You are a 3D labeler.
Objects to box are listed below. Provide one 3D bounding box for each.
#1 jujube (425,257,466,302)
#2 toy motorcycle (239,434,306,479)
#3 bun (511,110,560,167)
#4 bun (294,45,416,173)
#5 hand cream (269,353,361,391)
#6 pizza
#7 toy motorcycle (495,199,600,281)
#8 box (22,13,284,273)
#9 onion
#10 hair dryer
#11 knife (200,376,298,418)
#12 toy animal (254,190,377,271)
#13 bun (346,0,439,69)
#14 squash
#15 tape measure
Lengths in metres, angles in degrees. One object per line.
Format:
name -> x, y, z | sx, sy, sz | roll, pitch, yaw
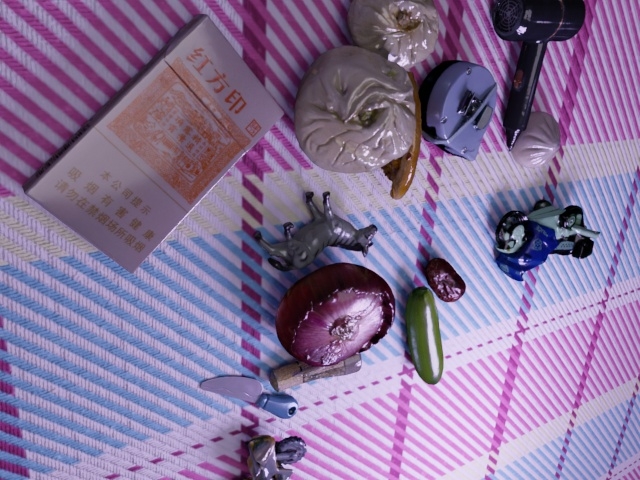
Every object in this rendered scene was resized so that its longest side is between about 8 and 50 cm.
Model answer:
jujube -> 0.296, 0.095, 1.296 | 0.077, 0.077, 0.129 | -47, 122, -9
toy motorcycle -> -0.136, 0.496, 1.165 | 0.129, 0.094, 0.229 | 32, 103, -34
bun -> 0.535, -0.240, 1.308 | 0.138, 0.094, 0.138 | -11, 112, -30
bun -> 0.064, -0.218, 0.932 | 0.229, 0.145, 0.230 | -4, 108, -14
hand cream -> -0.015, 0.269, 1.162 | 0.203, 0.084, 0.084 | -14, 117, -21
pizza -> 0.155, -0.199, 1.059 | 0.058, 0.127, 0.247 | -1, 119, -11
toy motorcycle -> 0.577, 0.003, 1.427 | 0.331, 0.125, 0.197 | -7, 115, -29
box -> -0.242, -0.145, 0.839 | 0.365, 0.051, 0.205 | -48, 128, -8
onion -> 0.029, 0.144, 1.080 | 0.247, 0.161, 0.248 | -8, 112, -20
hair dryer -> 0.446, -0.364, 1.200 | 0.189, 0.107, 0.352 | -10, 120, -28
knife -> -0.139, 0.317, 1.125 | 0.244, 0.032, 0.058 | 33, 91, -35
toy animal -> -0.002, -0.002, 1.051 | 0.216, 0.073, 0.176 | -36, 122, -13
bun -> 0.136, -0.381, 0.962 | 0.188, 0.111, 0.164 | 24, 98, -42
squash -> 0.253, 0.230, 1.318 | 0.082, 0.082, 0.293 | -26, 120, -23
tape measure -> 0.281, -0.273, 1.113 | 0.181, 0.107, 0.182 | 10, 106, -44
